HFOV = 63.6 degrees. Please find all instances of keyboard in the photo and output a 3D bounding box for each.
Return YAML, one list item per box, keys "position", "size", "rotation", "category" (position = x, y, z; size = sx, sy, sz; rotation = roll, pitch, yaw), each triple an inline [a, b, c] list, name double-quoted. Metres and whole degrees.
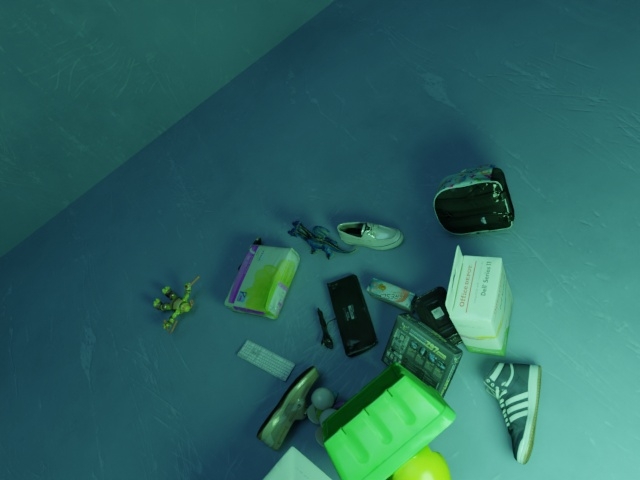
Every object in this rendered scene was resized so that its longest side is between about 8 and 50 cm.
- position: [0.080, 0.283, 1.893]
  size: [0.201, 0.033, 0.317]
  rotation: [-21, 50, 7]
  category: "keyboard"
- position: [-0.208, 0.450, 1.949]
  size: [0.255, 0.014, 0.072]
  rotation: [17, 69, 36]
  category: "keyboard"

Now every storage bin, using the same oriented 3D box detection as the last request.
- position: [0.397, 0.258, 1.699]
  size: [0.122, 0.084, 0.180]
  rotation: [-30, 50, 8]
  category: "storage bin"

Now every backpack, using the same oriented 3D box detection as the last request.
- position: [0.529, -0.139, 1.806]
  size: [0.253, 0.225, 0.191]
  rotation: [-13, 32, 27]
  category: "backpack"

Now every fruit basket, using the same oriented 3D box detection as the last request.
- position: [0.227, 0.584, 1.428]
  size: [0.391, 0.283, 0.393]
  rotation: [0, 90, -1]
  category: "fruit basket"

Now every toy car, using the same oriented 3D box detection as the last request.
- position: [0.041, 0.564, 1.667]
  size: [0.136, 0.159, 0.182]
  rotation: [-8, 46, -19]
  category: "toy car"

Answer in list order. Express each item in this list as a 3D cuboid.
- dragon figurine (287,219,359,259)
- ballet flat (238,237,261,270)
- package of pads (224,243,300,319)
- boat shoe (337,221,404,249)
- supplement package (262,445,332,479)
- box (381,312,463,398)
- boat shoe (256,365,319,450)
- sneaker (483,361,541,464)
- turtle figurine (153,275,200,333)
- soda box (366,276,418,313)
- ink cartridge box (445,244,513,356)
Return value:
- position: [0.000, 0.000, 2.051]
  size: [0.289, 0.144, 0.085]
  rotation: [17, 69, 36]
  category: "dragon figurine"
- position: [-0.305, 0.060, 2.234]
  size: [0.049, 0.057, 0.173]
  rotation: [16, 69, 25]
  category: "ballet flat"
- position: [-0.230, 0.161, 2.098]
  size: [0.229, 0.101, 0.297]
  rotation: [5, 62, 32]
  category: "package of pads"
- position: [0.188, -0.031, 2.004]
  size: [0.267, 0.088, 0.096]
  rotation: [9, 64, 33]
  category: "boat shoe"
- position: [-0.044, 0.768, 1.452]
  size: [0.199, 0.263, 0.198]
  rotation: [25, 57, 39]
  category: "supplement package"
- position: [0.315, 0.365, 1.628]
  size: [0.232, 0.059, 0.184]
  rotation: [33, 116, 39]
  category: "box"
- position: [-0.091, 0.569, 1.759]
  size: [0.098, 0.109, 0.302]
  rotation: [38, 78, 0]
  category: "boat shoe"
- position: [0.533, 0.477, 1.464]
  size: [0.153, 0.099, 0.282]
  rotation: [6, 55, 26]
  category: "sneaker"
- position: [-0.622, 0.266, 2.254]
  size: [0.217, 0.087, 0.270]
  rotation: [12, 74, 42]
  category: "turtle figurine"
- position: [0.257, 0.195, 1.831]
  size: [0.183, 0.063, 0.058]
  rotation: [20, 69, 37]
  category: "soda box"
- position: [0.478, 0.183, 1.525]
  size: [0.119, 0.353, 0.207]
  rotation: [3, 61, 30]
  category: "ink cartridge box"
